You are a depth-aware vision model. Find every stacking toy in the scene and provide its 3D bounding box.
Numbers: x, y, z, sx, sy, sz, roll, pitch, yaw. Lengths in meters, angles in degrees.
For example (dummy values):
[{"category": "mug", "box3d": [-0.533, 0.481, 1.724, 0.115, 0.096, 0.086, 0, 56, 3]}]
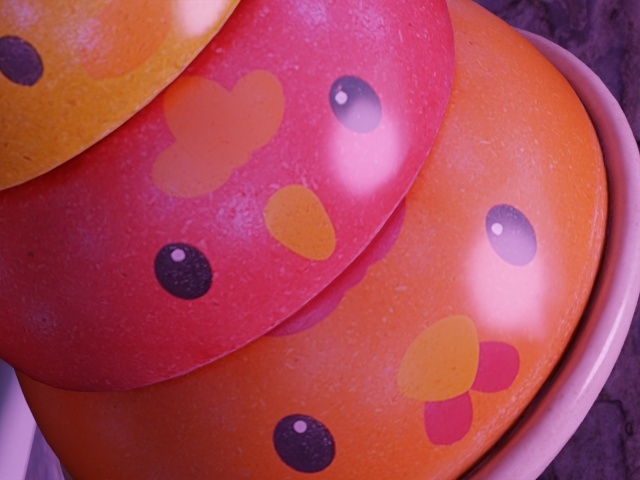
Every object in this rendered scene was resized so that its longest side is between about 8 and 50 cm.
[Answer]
[{"category": "stacking toy", "box3d": [-0.101, -0.083, 0.554, 0.480, 0.350, 0.351, 46, 39, -41]}]

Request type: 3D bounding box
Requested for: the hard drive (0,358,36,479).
[{"category": "hard drive", "box3d": [-0.218, 0.030, 0.773, 0.203, 0.040, 0.308, 63, 28, -53]}]
